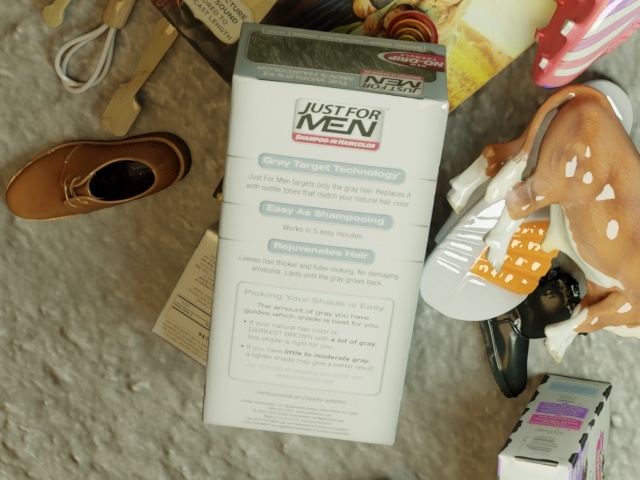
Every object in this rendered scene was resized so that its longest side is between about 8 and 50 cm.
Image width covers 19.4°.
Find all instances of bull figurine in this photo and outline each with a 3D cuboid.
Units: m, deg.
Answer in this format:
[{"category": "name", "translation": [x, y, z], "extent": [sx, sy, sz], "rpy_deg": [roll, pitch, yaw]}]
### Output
[{"category": "bull figurine", "translation": [0.258, 0.012, 1.672], "extent": [0.188, 0.101, 0.310], "rpy_deg": [-34, 103, 5]}]

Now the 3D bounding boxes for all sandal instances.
[{"category": "sandal", "translation": [0.192, -0.039, 1.741], "extent": [0.102, 0.076, 0.265], "rpy_deg": [36, 97, -19]}]

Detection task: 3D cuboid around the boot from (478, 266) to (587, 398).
[{"category": "boot", "translation": [0.208, 0.088, 1.793], "extent": [0.099, 0.045, 0.121], "rpy_deg": [-13, 103, 21]}]

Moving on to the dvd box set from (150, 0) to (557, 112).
[{"category": "dvd box set", "translation": [0.068, -0.269, 1.689], "extent": [0.420, 0.062, 0.307], "rpy_deg": [-38, 100, 27]}]

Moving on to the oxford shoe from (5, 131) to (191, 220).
[{"category": "oxford shoe", "translation": [-0.240, -0.060, 1.890], "extent": [0.212, 0.076, 0.076], "rpy_deg": [-15, 104, 26]}]

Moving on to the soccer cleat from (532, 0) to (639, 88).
[{"category": "soccer cleat", "translation": [0.271, -0.215, 1.586], "extent": [0.095, 0.083, 0.248], "rpy_deg": [25, 121, -17]}]

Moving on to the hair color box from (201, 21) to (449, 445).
[{"category": "hair color box", "translation": [0.000, 0.000, 1.698], "extent": [0.185, 0.113, 0.374], "rpy_deg": [7, 123, -1]}]

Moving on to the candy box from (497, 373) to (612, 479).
[{"category": "candy box", "translation": [0.218, 0.239, 1.754], "extent": [0.070, 0.196, 0.164], "rpy_deg": [7, 111, 18]}]

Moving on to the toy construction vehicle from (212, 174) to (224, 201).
[{"category": "toy construction vehicle", "translation": [-0.048, -0.060, 1.844], "extent": [0.086, 0.035, 0.098], "rpy_deg": [38, 115, 17]}]

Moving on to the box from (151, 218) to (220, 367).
[{"category": "box", "translation": [-0.078, 0.063, 1.873], "extent": [0.126, 0.072, 0.137], "rpy_deg": [34, 116, 6]}]

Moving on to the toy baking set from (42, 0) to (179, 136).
[{"category": "toy baking set", "translation": [-0.206, -0.241, 1.841], "extent": [0.197, 0.030, 0.256], "rpy_deg": [-23, 99, 29]}]

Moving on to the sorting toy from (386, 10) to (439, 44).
[{"category": "sorting toy", "translation": [0.074, -0.156, 1.682], "extent": [0.061, 0.042, 0.102], "rpy_deg": [7, 117, 12]}]
